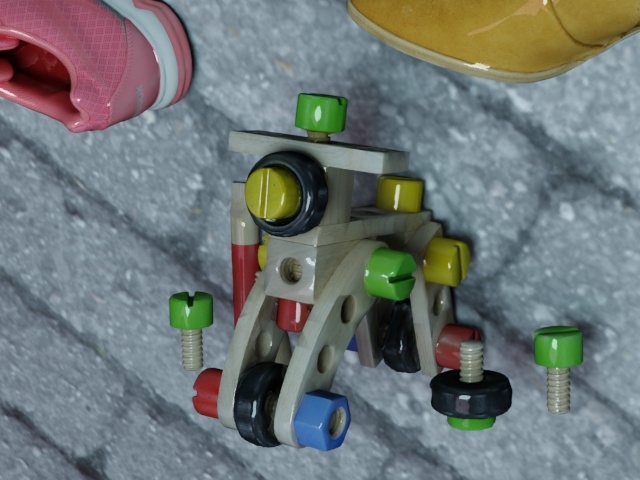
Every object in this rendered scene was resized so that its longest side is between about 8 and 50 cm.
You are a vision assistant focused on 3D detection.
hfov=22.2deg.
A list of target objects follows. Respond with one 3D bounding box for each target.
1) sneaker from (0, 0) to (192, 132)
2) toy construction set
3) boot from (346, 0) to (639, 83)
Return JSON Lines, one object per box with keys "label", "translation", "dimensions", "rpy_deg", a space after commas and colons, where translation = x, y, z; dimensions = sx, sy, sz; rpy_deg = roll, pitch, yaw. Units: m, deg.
{"label": "sneaker", "translation": [-0.254, -0.189, 1.279], "dimensions": [0.314, 0.136, 0.116], "rpy_deg": [32, 132, 15]}
{"label": "toy construction set", "translation": [0.000, 0.000, 1.205], "dimensions": [0.309, 0.257, 0.237], "rpy_deg": [17, 112, 56]}
{"label": "boot", "translation": [0.155, -0.192, 0.905], "dimensions": [0.295, 0.104, 0.211], "rpy_deg": [14, 122, 22]}
